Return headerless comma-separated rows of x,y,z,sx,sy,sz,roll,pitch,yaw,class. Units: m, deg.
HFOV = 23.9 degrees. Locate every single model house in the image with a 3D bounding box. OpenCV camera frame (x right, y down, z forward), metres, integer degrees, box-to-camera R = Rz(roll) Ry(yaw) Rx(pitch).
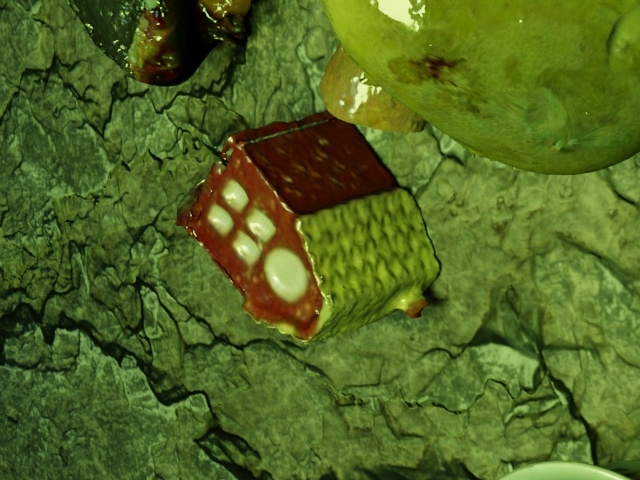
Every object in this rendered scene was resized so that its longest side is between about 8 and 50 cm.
0.000,0.000,1.670,0.254,0.196,0.160,48,130,21,model house

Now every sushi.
-0.176,-0.293,1.729,0.212,0.215,0.227,58,134,13,sushi

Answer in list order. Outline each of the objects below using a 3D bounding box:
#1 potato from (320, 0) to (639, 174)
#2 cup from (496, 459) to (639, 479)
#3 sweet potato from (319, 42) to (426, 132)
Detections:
0.163,-0.199,1.363,0.359,0.219,0.270,17,130,-5,potato
0.317,0.359,1.497,0.347,0.163,0.347,16,114,41,cup
0.126,-0.260,1.515,0.131,0.131,0.337,42,113,27,sweet potato
